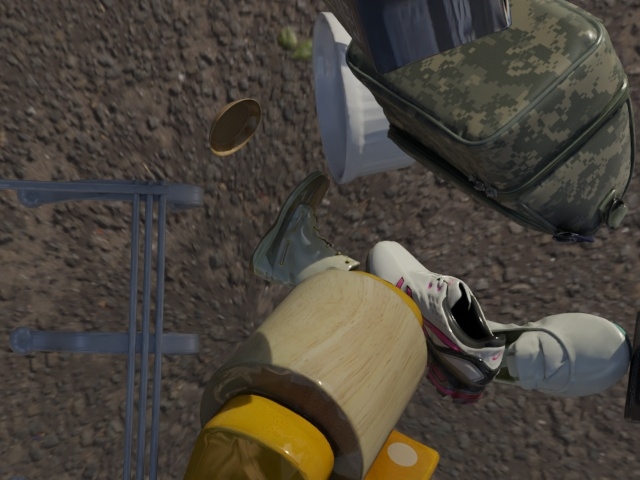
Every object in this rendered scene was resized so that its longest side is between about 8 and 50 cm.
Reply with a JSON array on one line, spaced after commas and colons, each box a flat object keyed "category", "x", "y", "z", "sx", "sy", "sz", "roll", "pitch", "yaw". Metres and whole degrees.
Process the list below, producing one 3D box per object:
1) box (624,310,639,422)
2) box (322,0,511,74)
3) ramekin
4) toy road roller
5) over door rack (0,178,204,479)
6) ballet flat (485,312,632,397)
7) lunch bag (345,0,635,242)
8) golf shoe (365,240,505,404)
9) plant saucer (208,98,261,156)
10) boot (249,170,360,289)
[{"category": "box", "x": 0.607, "y": 0.189, "z": 1.298, "sx": 0.296, "sy": 0.294, "sz": 0.183, "roll": 9, "pitch": 83, "yaw": 2}, {"category": "box", "x": 0.004, "y": -0.252, "z": 0.556, "sx": 0.076, "sy": 0.307, "sz": 0.243, "roll": -20, "pitch": 114, "yaw": 1}, {"category": "ramekin", "x": 0.077, "y": -0.237, "z": 1.569, "sx": 0.135, "sy": 0.277, "sz": 0.277, "roll": -7, "pitch": 85, "yaw": -9}, {"category": "toy road roller", "x": 0.029, "y": 0.210, "z": 0.688, "sx": 0.240, "sy": 0.202, "sz": 0.330, "roll": 25, "pitch": 123, "yaw": 13}, {"category": "over door rack", "x": -0.246, "y": 0.067, "z": 0.655, "sx": 0.324, "sy": 0.108, "sz": 0.240, "roll": 3, "pitch": 83, "yaw": -20}, {"category": "ballet flat", "x": 0.330, "y": 0.195, "z": 1.579, "sx": 0.139, "sy": 0.400, "sz": 0.139, "roll": 2, "pitch": 85, "yaw": -26}, {"category": "lunch bag", "x": 0.211, "y": -0.151, "z": 1.121, "sx": 0.212, "sy": 0.256, "sz": 0.305, "roll": -46, "pitch": 46, "yaw": -1}, {"category": "golf shoe", "x": 0.109, "y": 0.057, "z": 0.889, "sx": 0.067, "sy": 0.086, "sz": 0.186, "roll": -4, "pitch": 44, "yaw": -37}, {"category": "plant saucer", "x": -0.108, "y": -0.142, "z": 1.180, "sx": 0.083, "sy": 0.083, "sz": 0.015, "roll": -46, "pitch": 64, "yaw": -7}, {"category": "boot", "x": 0.000, "y": 0.000, "z": 1.620, "sx": 0.165, "sy": 0.077, "sz": 0.213, "roll": 28, "pitch": 76, "yaw": 19}]
